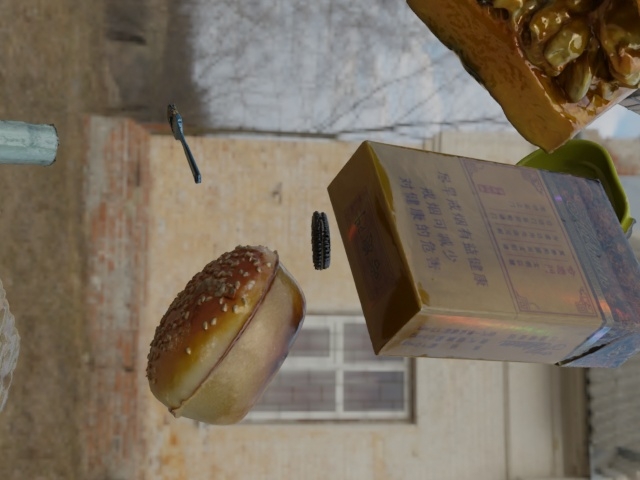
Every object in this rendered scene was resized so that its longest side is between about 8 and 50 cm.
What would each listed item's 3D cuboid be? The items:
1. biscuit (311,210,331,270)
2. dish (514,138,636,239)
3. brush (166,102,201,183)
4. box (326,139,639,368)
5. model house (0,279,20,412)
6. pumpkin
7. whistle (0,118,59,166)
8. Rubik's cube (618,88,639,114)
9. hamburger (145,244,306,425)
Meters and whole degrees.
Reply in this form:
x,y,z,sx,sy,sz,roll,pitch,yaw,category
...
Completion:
x,y,z,sx,sy,sz,roll,pitch,yaw,category
0.000,0.000,1.513,0.089,0.027,0.087,-166,-105,-86,biscuit
0.443,-0.044,1.841,0.108,0.221,0.262,45,19,-46,dish
-0.224,-0.156,1.718,0.051,0.014,0.164,100,-30,-52,brush
0.236,0.025,1.364,0.116,0.415,0.264,-51,-136,42,box
-0.508,0.116,0.835,0.400,0.395,0.445,105,-1,-55,model house
0.250,-0.240,0.894,0.225,0.256,0.303,54,-32,-2,pumpkin
-0.483,-0.130,1.304,0.062,0.312,0.062,-1,-91,50,whistle
0.631,-0.371,1.870,0.264,0.319,0.319,-112,-155,-67,Rubik's cube
-0.109,0.109,1.187,0.236,0.147,0.237,-60,-176,7,hamburger
